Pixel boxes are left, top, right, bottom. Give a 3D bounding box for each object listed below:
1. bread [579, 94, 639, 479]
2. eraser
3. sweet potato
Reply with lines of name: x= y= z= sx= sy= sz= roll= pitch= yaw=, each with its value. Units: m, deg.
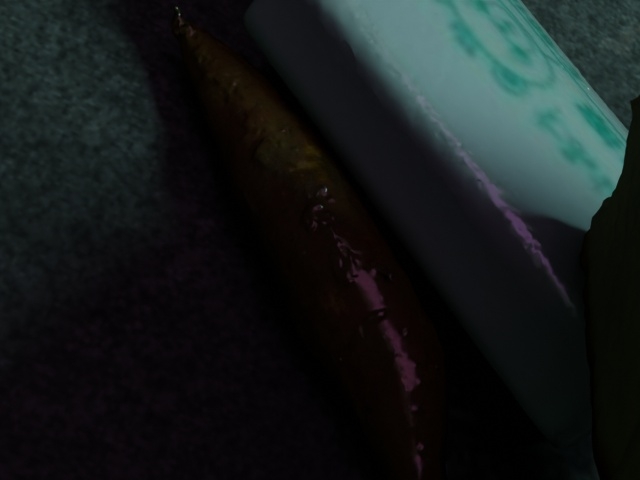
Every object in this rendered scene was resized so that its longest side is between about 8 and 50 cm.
bread: x=0.254 y=0.080 z=0.371 sx=0.333 sy=0.143 sz=0.324 roll=13 pitch=34 yaw=7
eraser: x=0.105 y=-0.040 z=0.630 sx=0.189 sy=0.104 sz=0.290 roll=-20 pitch=69 yaw=-46
sweet potato: x=0.000 y=0.000 z=0.580 sx=0.066 sy=0.072 sz=0.314 roll=-10 pitch=66 yaw=-44
